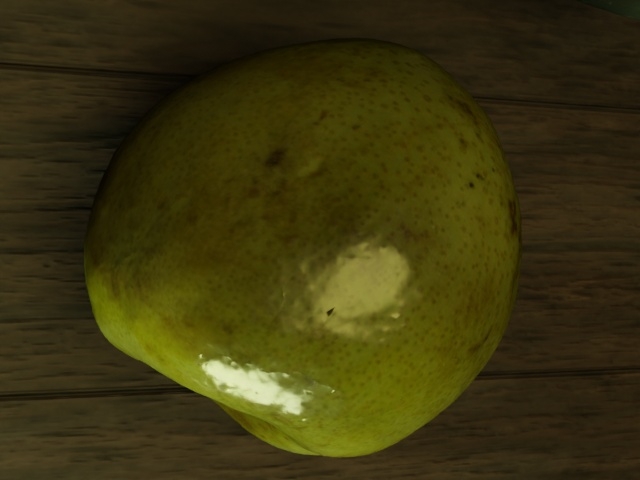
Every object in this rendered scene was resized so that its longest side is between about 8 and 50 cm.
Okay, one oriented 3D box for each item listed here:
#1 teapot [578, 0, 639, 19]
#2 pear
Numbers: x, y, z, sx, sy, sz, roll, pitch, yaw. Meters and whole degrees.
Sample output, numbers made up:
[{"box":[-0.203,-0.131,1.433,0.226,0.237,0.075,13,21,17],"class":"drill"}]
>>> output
[{"box":[0.196,-0.329,1.073,0.285,0.223,0.305,0,103,-21],"class":"teapot"},{"box":[0.000,0.000,0.986,0.304,0.304,0.304,-6,103,-27],"class":"pear"}]
